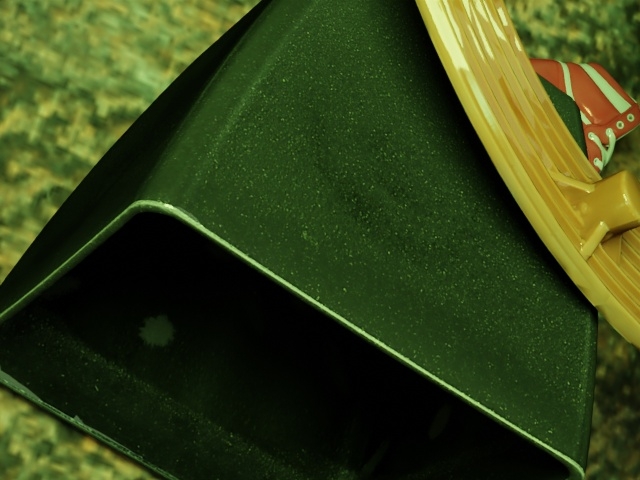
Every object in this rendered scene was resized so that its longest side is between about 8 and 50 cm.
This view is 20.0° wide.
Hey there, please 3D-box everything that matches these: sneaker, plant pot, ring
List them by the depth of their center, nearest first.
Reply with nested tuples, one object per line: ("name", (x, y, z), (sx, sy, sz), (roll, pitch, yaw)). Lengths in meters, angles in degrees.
("plant pot", (0.000, 0.000, 0.716), (0.187, 0.188, 0.167), (33, 56, -17))
("ring", (0.127, -0.098, 0.759), (0.336, 0.032, 0.337), (39, 38, -40))
("sneaker", (0.118, -0.028, 0.840), (0.067, 0.042, 0.119), (-5, 83, -22))
